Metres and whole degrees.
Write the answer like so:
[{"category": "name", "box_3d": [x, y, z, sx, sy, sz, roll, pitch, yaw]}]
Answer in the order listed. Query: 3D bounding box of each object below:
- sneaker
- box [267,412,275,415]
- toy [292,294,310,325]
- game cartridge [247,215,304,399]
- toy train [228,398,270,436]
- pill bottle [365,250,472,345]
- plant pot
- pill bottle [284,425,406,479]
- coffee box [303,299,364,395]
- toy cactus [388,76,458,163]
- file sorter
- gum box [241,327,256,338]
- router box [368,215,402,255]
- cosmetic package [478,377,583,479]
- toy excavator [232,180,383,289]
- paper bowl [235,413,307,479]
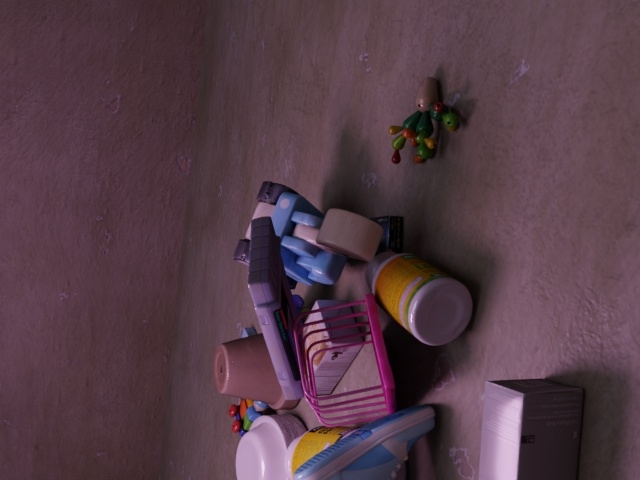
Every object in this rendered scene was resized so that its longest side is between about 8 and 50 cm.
[{"category": "sneaker", "box_3d": [0.127, 0.484, 1.380, 0.208, 0.319, 0.127, 62, 170, 8]}, {"category": "box", "box_3d": [-0.160, 0.659, 2.200, 0.116, 0.029, 0.162, -58, 39, 44]}, {"category": "toy", "box_3d": [-0.062, 0.195, 1.902, 0.137, 0.056, 0.237, 54, 171, 25]}, {"category": "game cartridge", "box_3d": [-0.088, 0.153, 1.481, 0.230, 0.068, 0.355, -101, -1, -52]}, {"category": "toy train", "box_3d": [-0.231, 0.533, 2.255, 0.143, 0.105, 0.248, -62, 22, 12]}, {"category": "pill bottle", "box_3d": [0.188, 0.105, 1.389, 0.246, 0.136, 0.136, -142, 59, -62]}, {"category": "plant pot", "box_3d": [-0.199, 0.390, 2.079, 0.263, 0.229, 0.263, -178, 90, -66]}, {"category": "pill bottle", "box_3d": [0.041, 0.532, 1.598, 0.334, 0.188, 0.187, -26, 64, 61]}, {"category": "coffee box", "box_3d": [0.008, 0.287, 1.799, 0.246, 0.098, 0.141, 117, 146, -41]}, {"category": "toy cactus", "box_3d": [0.213, -0.259, 1.445, 0.219, 0.112, 0.180, 147, 132, -70]}, {"category": "file sorter", "box_3d": [0.054, 0.275, 1.467, 0.290, 0.182, 0.202, 75, -176, -63]}, {"category": "gum box", "box_3d": [-0.242, 0.422, 2.383, 0.184, 0.041, 0.157, 52, 133, 53]}, {"category": "router box", "box_3d": [0.147, -0.009, 1.608, 0.122, 0.038, 0.092, 174, 98, -65]}, {"category": "cosmetic package", "box_3d": [0.330, 0.346, 1.080, 0.107, 0.127, 0.238, -179, 90, -65]}, {"category": "toy excavator", "box_3d": [0.000, 0.000, 1.657, 0.445, 0.433, 0.222, 14, 77, 30]}, {"category": "paper bowl", "box_3d": [-0.149, 0.660, 2.004, 0.284, 0.148, 0.284, -12, 76, 58]}]
